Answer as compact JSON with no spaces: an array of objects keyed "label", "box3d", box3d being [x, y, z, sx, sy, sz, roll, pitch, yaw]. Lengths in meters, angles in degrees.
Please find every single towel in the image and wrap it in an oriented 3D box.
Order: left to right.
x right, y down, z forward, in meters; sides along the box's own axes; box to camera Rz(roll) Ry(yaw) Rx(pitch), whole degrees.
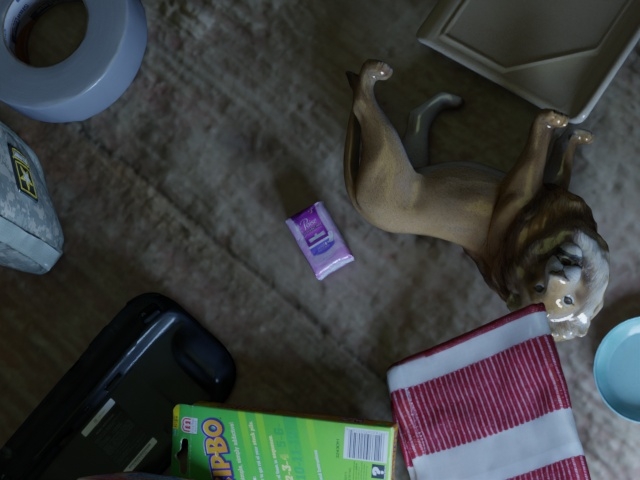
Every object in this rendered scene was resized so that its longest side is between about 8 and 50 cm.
[{"label":"towel","box3d":[0.185,0.256,1.677,0.237,0.037,0.329,-27,68,43]}]

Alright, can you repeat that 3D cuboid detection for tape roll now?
[{"label":"tape roll","box3d":[-0.330,-0.259,1.977,0.219,0.072,0.219,-4,77,15]}]

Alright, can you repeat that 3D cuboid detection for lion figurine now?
[{"label":"lion figurine","box3d":[0.159,-0.046,1.780,0.392,0.142,0.240,19,88,30]}]

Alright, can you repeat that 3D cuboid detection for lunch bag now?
[{"label":"lunch bag","box3d":[-0.441,-0.082,1.878,0.287,0.235,0.169,35,85,19]}]

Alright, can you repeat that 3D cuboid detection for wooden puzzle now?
[{"label":"wooden puzzle","box3d":[0.263,-0.269,1.836,0.238,0.044,0.221,31,82,24]}]

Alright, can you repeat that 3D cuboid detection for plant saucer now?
[{"label":"plant saucer","box3d":[0.359,0.142,1.729,0.119,0.021,0.119,-3,77,14]}]

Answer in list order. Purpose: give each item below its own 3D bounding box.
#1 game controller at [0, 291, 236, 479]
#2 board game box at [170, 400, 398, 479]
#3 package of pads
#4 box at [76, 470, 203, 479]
[{"label":"game controller","box3d":[-0.246,0.218,1.859,0.166,0.067,0.319,41,90,5]},{"label":"board game box","box3d":[-0.044,0.254,1.787,0.259,0.039,0.124,4,96,13]},{"label":"package of pads","box3d":[0.000,0.000,1.851,0.050,0.032,0.083,-30,72,3]},{"label":"box","box3d":[-0.191,0.411,1.725,0.142,0.154,0.300,5,85,14]}]
